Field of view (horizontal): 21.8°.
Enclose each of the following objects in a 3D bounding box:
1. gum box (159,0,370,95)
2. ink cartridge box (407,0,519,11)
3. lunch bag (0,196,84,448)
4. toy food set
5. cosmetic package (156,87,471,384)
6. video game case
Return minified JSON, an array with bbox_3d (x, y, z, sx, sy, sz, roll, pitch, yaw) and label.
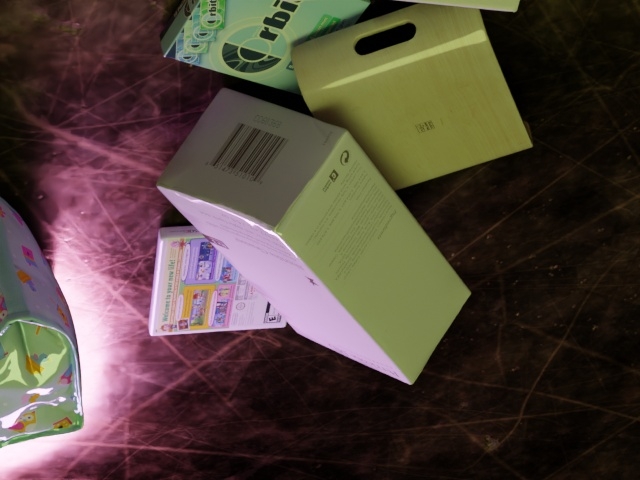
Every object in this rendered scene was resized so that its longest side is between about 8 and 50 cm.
[{"bbox_3d":[-0.063,-0.249,1.864,0.184,0.041,0.157,14,134,-30],"label":"gum box"},{"bbox_3d":[0.072,-0.410,1.428,0.286,0.166,0.394,-1,112,-40],"label":"ink cartridge box"},{"bbox_3d":[-0.387,0.095,2.040,0.160,0.223,0.262,-14,142,-12],"label":"lunch bag"},{"bbox_3d":[0.114,-0.171,1.963,0.220,0.092,0.306,-17,148,12],"label":"toy food set"},{"bbox_3d":[0.000,0.000,2.023,0.156,0.217,0.385,-56,138,-15],"label":"cosmetic package"},{"bbox_3d":[-0.128,0.052,2.226,0.193,0.023,0.212,-3,141,-13],"label":"video game case"}]
